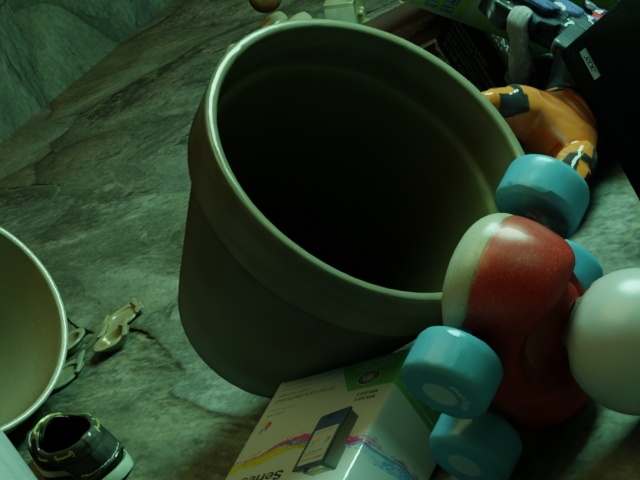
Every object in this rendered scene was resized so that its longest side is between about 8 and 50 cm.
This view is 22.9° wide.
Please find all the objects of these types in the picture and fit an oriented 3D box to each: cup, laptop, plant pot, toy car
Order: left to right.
[{"bbox_3d":[-0.518,0.153,2.036,0.331,0.331,0.237,-52,2,-40],"label":"cup"},{"bbox_3d":[0.000,0.000,1.491,0.323,0.323,0.280,-55,-2,-43],"label":"plant pot"},{"bbox_3d":[0.223,0.085,1.239,0.238,0.210,0.219,15,58,28],"label":"toy car"},{"bbox_3d":[0.396,-0.150,1.426,0.264,0.234,0.136,-22,-18,-10],"label":"laptop"}]

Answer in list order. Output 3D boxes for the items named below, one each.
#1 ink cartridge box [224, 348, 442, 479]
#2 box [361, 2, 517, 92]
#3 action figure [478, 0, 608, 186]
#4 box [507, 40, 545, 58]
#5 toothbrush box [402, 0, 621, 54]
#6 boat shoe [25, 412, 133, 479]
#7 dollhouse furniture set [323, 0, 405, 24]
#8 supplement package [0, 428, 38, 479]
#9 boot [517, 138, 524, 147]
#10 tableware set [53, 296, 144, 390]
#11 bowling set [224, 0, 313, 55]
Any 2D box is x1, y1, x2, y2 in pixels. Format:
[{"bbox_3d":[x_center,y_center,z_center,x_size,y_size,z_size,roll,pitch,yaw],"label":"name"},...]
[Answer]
[{"bbox_3d":[0.007,0.205,1.359,0.154,0.093,0.212,-18,27,36],"label":"ink cartridge box"},{"bbox_3d":[0.133,-0.190,1.939,0.167,0.168,0.203,-24,23,29],"label":"box"},{"bbox_3d":[0.219,-0.157,1.672,0.330,0.341,0.178,-39,-22,-32],"label":"action figure"},{"bbox_3d":[0.285,-0.341,1.990,0.153,0.207,0.108,-18,26,35],"label":"box"},{"bbox_3d":[0.202,-0.339,1.778,0.206,0.283,0.122,133,155,-63],"label":"toothbrush box"},{"bbox_3d":[-0.285,0.227,1.791,0.081,0.069,0.227,-43,22,-22],"label":"boat shoe"},{"bbox_3d":[0.142,-0.295,2.277,0.242,0.161,0.212,-5,28,12],"label":"dollhouse furniture set"},{"bbox_3d":[-0.361,0.307,1.461,0.177,0.175,0.293,-35,4,5],"label":"supplement package"},{"bbox_3d":[0.144,-0.085,1.776,0.219,0.106,0.082,-27,21,18],"label":"boot"},{"bbox_3d":[-0.305,0.136,2.098,0.168,0.020,0.141,-32,20,8],"label":"tableware set"},{"bbox_3d":[-0.090,-0.296,2.497,0.154,0.200,0.287,-42,17,-15],"label":"bowling set"}]
